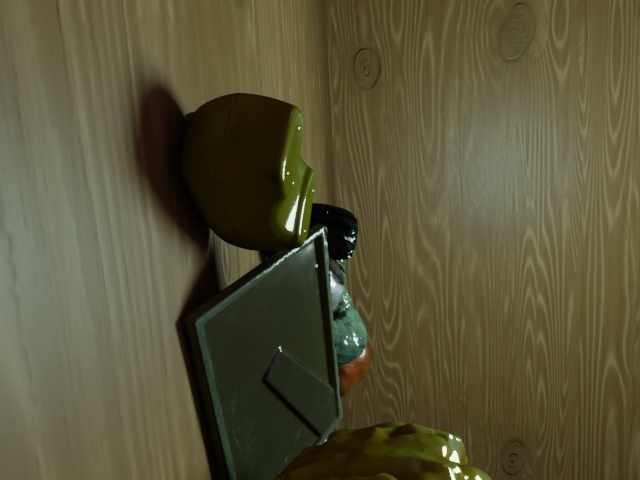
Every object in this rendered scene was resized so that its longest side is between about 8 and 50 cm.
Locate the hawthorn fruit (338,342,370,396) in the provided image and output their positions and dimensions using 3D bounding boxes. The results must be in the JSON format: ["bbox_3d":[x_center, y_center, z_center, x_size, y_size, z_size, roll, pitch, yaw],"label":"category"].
[{"bbox_3d":[0.031,0.275,1.298,0.189,0.189,0.189,-2,90,-84],"label":"hawthorn fruit"}]

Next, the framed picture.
[{"bbox_3d":[-0.051,0.177,0.695,0.247,0.022,0.335,-38,131,-47],"label":"framed picture"}]

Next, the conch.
[{"bbox_3d":[0.002,0.162,1.113,0.220,0.195,0.277,15,96,-63],"label":"conch"}]

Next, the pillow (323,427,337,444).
[{"bbox_3d":[0.001,0.486,1.204,0.161,0.092,0.335,118,-34,-75],"label":"pillow"}]

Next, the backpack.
[{"bbox_3d":[-0.018,-0.008,0.960,0.120,0.165,0.106,-75,172,-59],"label":"backpack"}]

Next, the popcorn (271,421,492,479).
[{"bbox_3d":[0.051,0.370,0.583,0.390,0.343,0.354,69,23,-50],"label":"popcorn"}]

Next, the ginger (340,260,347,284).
[{"bbox_3d":[0.023,0.053,1.559,0.089,0.137,0.290,-1,85,-54],"label":"ginger"}]

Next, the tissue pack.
[{"bbox_3d":[-0.079,-0.067,0.591,0.178,0.127,0.123,75,21,-62],"label":"tissue pack"}]
